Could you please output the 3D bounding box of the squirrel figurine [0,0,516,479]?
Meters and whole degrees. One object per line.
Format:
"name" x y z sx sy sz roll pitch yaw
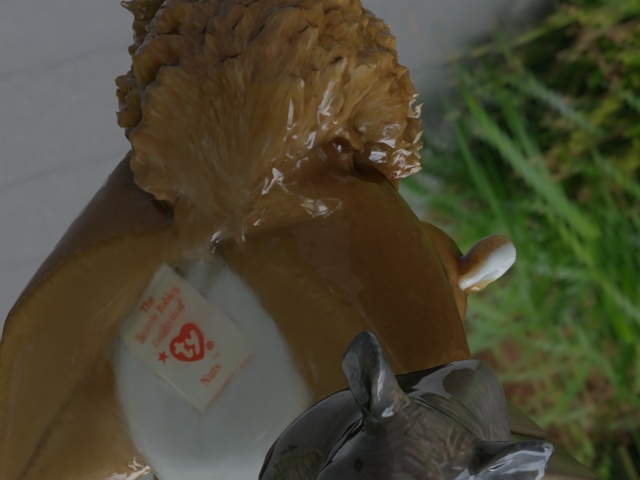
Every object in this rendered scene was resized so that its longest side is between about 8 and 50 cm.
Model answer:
"squirrel figurine" 0.000 0.000 1.233 0.281 0.397 0.370 2 -172 22

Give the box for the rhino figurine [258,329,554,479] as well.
"rhino figurine" 0.014 0.078 0.528 0.106 0.073 0.243 -52 172 -8

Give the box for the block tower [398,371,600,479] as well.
"block tower" -0.020 0.211 0.742 0.335 0.091 0.097 -55 151 10
